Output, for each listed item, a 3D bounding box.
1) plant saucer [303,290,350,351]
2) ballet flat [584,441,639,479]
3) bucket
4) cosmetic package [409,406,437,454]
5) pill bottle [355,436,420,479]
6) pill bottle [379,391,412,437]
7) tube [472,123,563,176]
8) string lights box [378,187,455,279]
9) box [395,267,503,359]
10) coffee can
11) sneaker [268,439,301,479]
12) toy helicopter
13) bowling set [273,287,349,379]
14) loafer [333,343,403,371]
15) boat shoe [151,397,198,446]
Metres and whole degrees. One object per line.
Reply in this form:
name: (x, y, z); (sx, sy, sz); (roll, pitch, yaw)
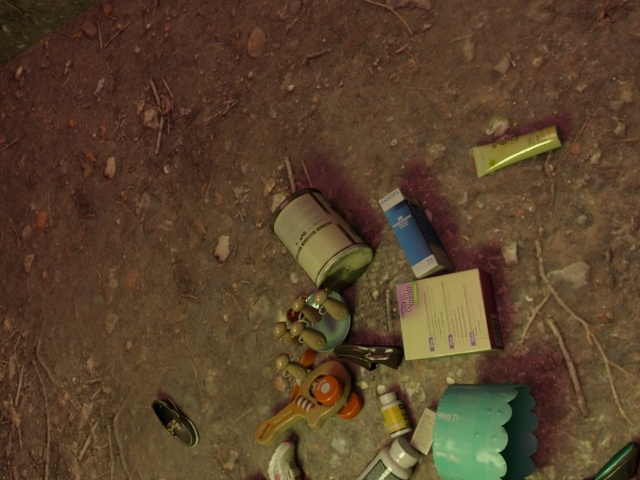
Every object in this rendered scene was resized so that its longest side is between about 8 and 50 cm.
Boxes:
plant saucer: (0.019, 0.252, 1.919); (0.195, 0.037, 0.194); (-9, 74, 33)
ballet flat: (0.655, 0.579, 1.420); (0.096, 0.095, 0.280); (49, 118, 20)
bucket: (0.405, 0.479, 1.493); (0.183, 0.281, 0.281); (0, 80, 34)
cosmetic package: (0.298, 0.522, 1.684); (0.060, 0.041, 0.115); (27, 95, 34)
pill bottle: (0.189, 0.636, 1.691); (0.108, 0.108, 0.180); (45, 105, 31)
pill bottle: (0.210, 0.492, 1.733); (0.065, 0.065, 0.116); (-32, 65, 24)
tube: (0.537, -0.249, 1.681); (0.240, 0.062, 0.070); (-16, 31, 34)
string lights box: (0.276, -0.015, 1.753); (0.077, 0.133, 0.259); (-35, 63, 23)
box: (0.349, 0.208, 1.670); (0.243, 0.117, 0.213); (-15, 73, 29)
coffee can: (0.000, 0.000, 1.886); (0.201, 0.201, 0.275); (-48, 59, 15)
sneaker: (-0.090, 0.740, 1.863); (0.111, 0.103, 0.252); (-1, 86, 29)
toy helicopter: (-0.062, 0.490, 1.860); (0.355, 0.140, 0.235); (-39, 39, 8)
bowling set: (-0.075, 0.254, 1.844); (0.200, 0.154, 0.287); (26, 79, 46)
loafer: (0.135, 0.345, 1.801); (0.220, 0.080, 0.078); (-4, 78, 32)
boat shoe: (-0.520, 0.648, 2.169); (0.228, 0.069, 0.081); (37, 101, 33)
